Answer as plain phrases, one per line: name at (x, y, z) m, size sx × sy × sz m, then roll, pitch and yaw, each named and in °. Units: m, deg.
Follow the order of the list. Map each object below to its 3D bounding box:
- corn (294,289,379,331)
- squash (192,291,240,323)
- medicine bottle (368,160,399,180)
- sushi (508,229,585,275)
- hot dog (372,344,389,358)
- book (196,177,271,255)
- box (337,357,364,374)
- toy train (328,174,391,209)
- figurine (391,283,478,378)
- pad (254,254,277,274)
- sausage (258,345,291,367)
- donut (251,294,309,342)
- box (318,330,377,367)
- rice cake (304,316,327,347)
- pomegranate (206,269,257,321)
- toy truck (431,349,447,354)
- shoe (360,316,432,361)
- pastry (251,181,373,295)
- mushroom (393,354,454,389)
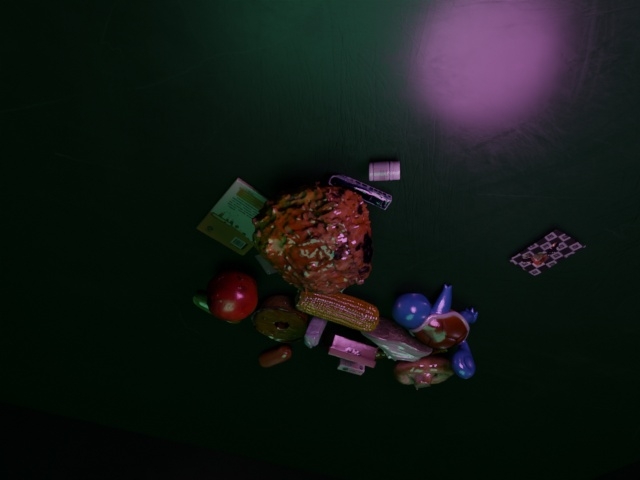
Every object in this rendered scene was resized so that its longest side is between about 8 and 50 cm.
corn at (0.066, 0.271, 1.630) m, size 0.345 × 0.131 × 0.131 m, roll 19°, pitch 132°, yaw -8°
squash at (-0.452, 0.299, 1.775) m, size 0.239 × 0.069 × 0.069 m, roll 34°, pitch 128°, yaw -21°
medicine bottle at (0.193, -0.210, 1.219) m, size 0.091 × 0.058 × 0.058 m, roll -1°, pitch 132°, yaw 9°
sushi at (0.769, 0.034, 1.379) m, size 0.139 × 0.031 × 0.201 m, roll 28°, pitch 133°, yaw -17°
hot dog at (0.343, 0.500, 1.845) m, size 0.289 × 0.068 × 0.083 m, roll -18°, pitch 134°, yaw 22°
book at (-0.285, -0.073, 1.440) m, size 0.208 × 0.020 × 0.295 m, roll 35°, pitch 128°, yaw -22°
box at (0.148, 0.583, 1.933) m, size 0.125 × 0.089 × 0.043 m, roll 18°, pitch 133°, yaw -7°
toy train at (0.125, -0.160, 1.283) m, size 0.208 × 0.047 × 0.043 m, roll 22°, pitch 131°, yaw -10°
figurine at (0.464, 0.344, 1.612) m, size 0.416 × 0.243 × 0.298 m, roll 44°, pitch 136°, yaw -3°
pad at (-0.150, 0.079, 1.570) m, size 0.188 × 0.006 × 0.113 m, roll -14°, pitch 128°, yaw 19°
sausage at (-0.222, 0.571, 1.986) m, size 0.198 × 0.076 × 0.076 m, roll -29°, pitch 122°, yaw 28°
donut at (-0.163, 0.334, 1.746) m, size 0.273 × 0.107 × 0.271 m, roll 8°, pitch 135°, yaw 8°
box at (0.121, 0.475, 1.772) m, size 0.216 × 0.085 × 0.215 m, roll 20°, pitch 169°, yaw -8°
rice cake at (-0.011, 0.349, 1.674) m, size 0.064 × 0.206 × 0.069 m, roll 13°, pitch 130°, yaw 15°
pomegranate at (-0.351, 0.221, 1.605) m, size 0.211 × 0.209 × 0.235 m, roll 14°, pitch 158°, yaw -5°
toy truck at (0.528, 0.479, 1.810) m, size 0.083 × 0.049 × 0.054 m, roll -25°, pitch 126°, yaw 28°
shoe at (0.311, 0.446, 1.740) m, size 0.317 × 0.124 × 0.159 m, roll 19°, pitch 131°, yaw 6°
pastry at (0.003, -0.012, 1.273) m, size 0.338 × 0.292 × 0.405 m, roll -29°, pitch 121°, yaw 37°
mushroom at (0.471, 0.597, 1.851) m, size 0.279 × 0.145 × 0.278 m, roll 1°, pitch 146°, yaw 1°
